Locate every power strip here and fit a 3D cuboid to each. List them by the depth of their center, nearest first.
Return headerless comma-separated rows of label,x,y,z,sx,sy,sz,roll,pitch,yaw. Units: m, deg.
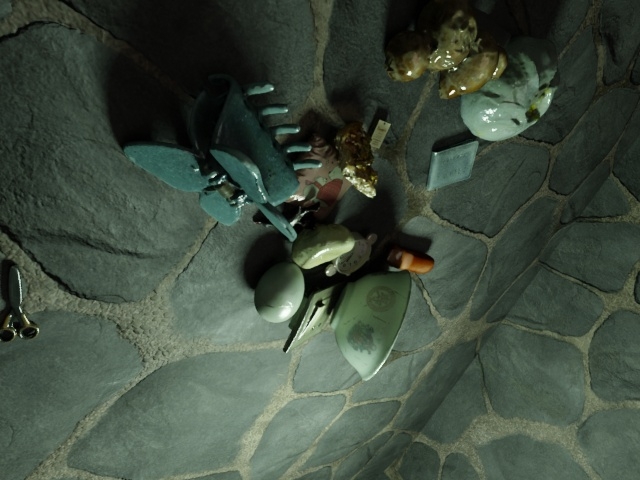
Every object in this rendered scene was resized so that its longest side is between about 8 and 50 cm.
power strip,-0.034,0.256,1.469,0.256,0.092,0.251,-63,163,18

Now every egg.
egg,-0.129,0.162,1.292,0.151,0.151,0.209,6,114,-41

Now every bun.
bun,0.000,0.000,1.275,0.223,0.127,0.222,-22,165,-6
bun,0.643,-0.496,1.349,0.362,0.211,0.361,-22,133,-25

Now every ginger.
ginger,0.368,-0.523,1.131,0.376,0.176,0.256,10,121,-30

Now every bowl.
bowl,0.156,0.272,1.513,0.196,0.435,0.434,24,110,0

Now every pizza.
pizza,0.112,-0.232,1.159,0.147,0.069,0.226,-12,91,-50

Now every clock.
clock,0.104,0.044,1.451,0.229,0.063,0.155,-37,139,-5

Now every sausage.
sausage,0.363,0.079,1.663,0.300,0.083,0.089,16,117,-41

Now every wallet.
wallet,0.493,-0.285,1.520,0.222,0.036,0.167,-20,131,-25

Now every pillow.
pillow,-0.003,-0.173,1.184,0.236,0.084,0.223,23,106,-44

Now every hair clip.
hair clip,-0.170,-0.184,0.914,0.318,0.392,0.238,50,59,-46

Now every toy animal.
toy animal,-0.093,-0.063,1.180,0.203,0.070,0.105,-7,143,7

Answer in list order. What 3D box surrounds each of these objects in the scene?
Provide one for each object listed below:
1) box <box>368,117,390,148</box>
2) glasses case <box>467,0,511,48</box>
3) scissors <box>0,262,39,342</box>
box,0.175,-0.330,1.248,0.053,0.024,0.083,7,115,-41
glasses case,0.466,-0.622,1.186,0.191,0.042,0.072,25,99,-17
scissors,-0.701,0.146,0.934,0.088,0.017,0.220,-1,121,-34
